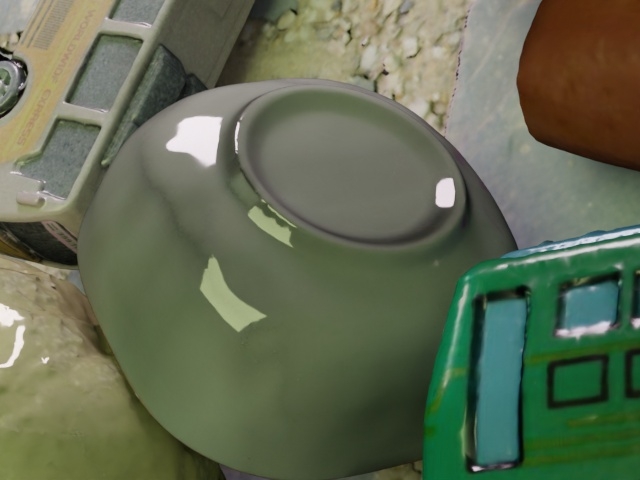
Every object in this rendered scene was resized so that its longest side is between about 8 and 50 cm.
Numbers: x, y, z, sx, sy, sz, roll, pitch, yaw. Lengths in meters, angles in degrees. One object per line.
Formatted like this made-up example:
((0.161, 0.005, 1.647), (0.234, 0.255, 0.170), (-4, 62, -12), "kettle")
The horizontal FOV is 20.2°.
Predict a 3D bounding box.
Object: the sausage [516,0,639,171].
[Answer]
((0.233, -0.077, 0.940), (0.259, 0.113, 0.114), (16, 83, 38), "sausage")

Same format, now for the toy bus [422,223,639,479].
((0.226, 0.082, 0.844), (0.343, 0.183, 0.199), (-10, 66, 30), "toy bus")

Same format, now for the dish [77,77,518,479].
((0.000, 0.000, 0.976), (0.256, 0.256, 0.117), (59, 143, 33), "dish")

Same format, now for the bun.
((-0.218, 0.156, 1.058), (0.352, 0.349, 0.227), (-58, 4, 35), "bun")

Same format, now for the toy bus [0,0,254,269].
((-0.121, -0.144, 1.186), (0.138, 0.097, 0.343), (13, 71, 34), "toy bus")
